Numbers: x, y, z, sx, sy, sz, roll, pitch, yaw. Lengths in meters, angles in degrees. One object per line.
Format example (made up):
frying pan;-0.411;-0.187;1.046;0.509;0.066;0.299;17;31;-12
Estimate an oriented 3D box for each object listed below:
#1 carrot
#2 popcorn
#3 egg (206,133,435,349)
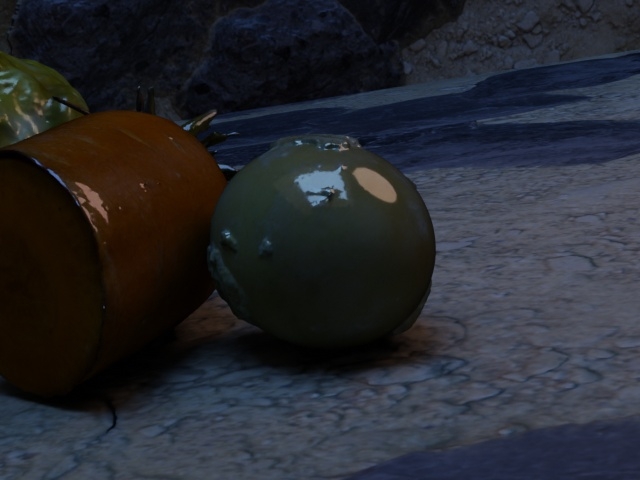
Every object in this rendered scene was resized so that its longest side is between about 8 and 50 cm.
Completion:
carrot;-0.179;-0.008;1.032;0.214;0.193;0.331;10;19;21
popcorn;-0.440;-0.109;1.489;0.334;0.294;0.292;-12;42;-11
egg;0.000;0.004;0.952;0.164;0.164;0.201;-16;18;-33
